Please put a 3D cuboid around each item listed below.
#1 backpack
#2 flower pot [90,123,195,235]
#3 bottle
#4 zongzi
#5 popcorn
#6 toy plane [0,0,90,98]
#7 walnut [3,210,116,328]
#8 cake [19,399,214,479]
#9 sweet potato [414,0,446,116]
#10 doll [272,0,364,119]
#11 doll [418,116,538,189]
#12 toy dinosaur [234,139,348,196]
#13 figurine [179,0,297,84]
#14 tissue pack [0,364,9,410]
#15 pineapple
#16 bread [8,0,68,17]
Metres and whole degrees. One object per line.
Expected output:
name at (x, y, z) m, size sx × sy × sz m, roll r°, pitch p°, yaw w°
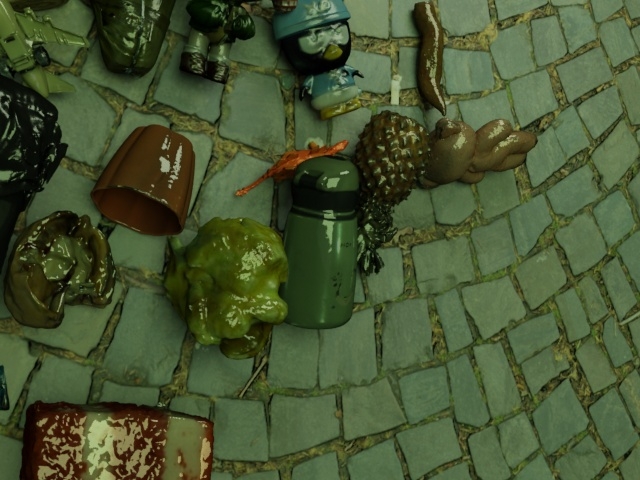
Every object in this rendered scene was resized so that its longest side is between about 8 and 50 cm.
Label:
backpack at (-0.647, -0.083, 1.476) m, size 0.364 × 0.255 × 0.445 m, roll 17°, pitch 88°, yaw 21°
flower pot at (-0.334, -0.124, 1.682) m, size 0.191 × 0.191 × 0.173 m, roll 24°, pitch 62°, yaw -19°
bottle at (0.001, -0.001, 1.756) m, size 0.169 × 0.168 × 0.346 m, roll 1°, pitch 103°, yaw -23°
zongzi at (-0.435, -0.468, 1.696) m, size 0.275 × 0.125 × 0.250 m, roll 19°, pitch 70°, yaw -19°
popcorn at (-0.170, 0.083, 1.662) m, size 0.226 × 0.276 × 0.276 m, roll -3°, pitch 85°, yaw -31°
toy plane at (-0.567, -0.367, 1.596) m, size 0.242 × 0.104 × 0.256 m, roll -20°, pitch 134°, yaw 2°
walnut at (-0.501, 0.052, 1.591) m, size 0.238 × 0.141 × 0.203 m, roll -24°, pitch 103°, yaw -64°
cake at (-0.370, 0.427, 1.539) m, size 0.320 × 0.269 × 0.269 m, roll 5°, pitch 82°, yaw -21°
sweet potato at (0.261, -0.423, 2.023) m, size 0.059 × 0.067 × 0.281 m, roll 9°, pitch 77°, yaw -67°
doll at (-0.001, -0.425, 1.870) m, size 0.177 × 0.141 × 0.313 m, roll -22°, pitch 96°, yaw -20°
doll at (0.358, -0.225, 2.007) m, size 0.304 × 0.201 × 0.156 m, roll -9°, pitch 50°, yaw -30°
toy dinosaur at (-0.049, -0.164, 1.830) m, size 0.288 × 0.117 × 0.070 m, roll -25°, pitch 95°, yaw -26°
figurine at (-0.186, -0.510, 1.747) m, size 0.282 × 0.167 × 0.369 m, roll 13°, pitch 100°, yaw -31°
tissue pack at (-0.647, 0.281, 1.571) m, size 0.138 × 0.028 × 0.085 m, roll -7°, pitch 86°, yaw -27°
pineapple at (0.121, -0.103, 1.888) m, size 0.175 × 0.175 × 0.361 m, roll 24°, pitch 90°, yaw -19°
bread at (-0.556, -0.479, 1.646) m, size 0.149 × 0.122 × 0.073 m, roll -16°, pitch 93°, yaw -22°
